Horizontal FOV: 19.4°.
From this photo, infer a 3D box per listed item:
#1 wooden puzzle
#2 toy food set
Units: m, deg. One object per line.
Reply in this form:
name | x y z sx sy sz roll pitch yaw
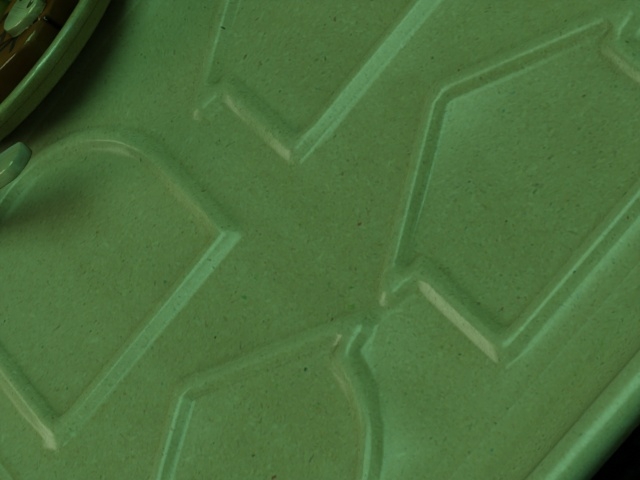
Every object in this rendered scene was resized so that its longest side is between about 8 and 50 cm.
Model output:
wooden puzzle | 0.000 0.000 0.723 0.322 0.080 0.348 -50 49 6
toy food set | -0.136 -0.088 0.797 0.132 0.038 0.192 -28 33 45
